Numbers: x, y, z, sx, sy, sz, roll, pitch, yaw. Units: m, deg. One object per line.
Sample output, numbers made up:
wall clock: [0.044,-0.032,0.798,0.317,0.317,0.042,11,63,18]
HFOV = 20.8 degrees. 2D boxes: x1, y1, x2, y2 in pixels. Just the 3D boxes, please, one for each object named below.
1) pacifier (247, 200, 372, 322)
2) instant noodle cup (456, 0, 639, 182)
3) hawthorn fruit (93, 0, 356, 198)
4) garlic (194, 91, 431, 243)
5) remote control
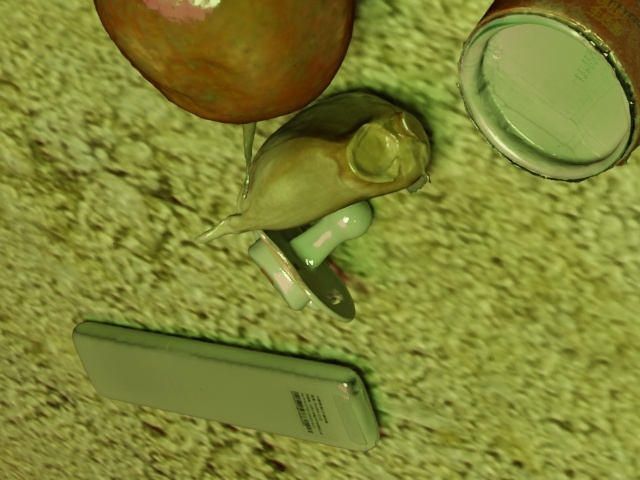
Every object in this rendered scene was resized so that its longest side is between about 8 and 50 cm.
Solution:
pacifier: [0.000,0.000,1.061,0.078,0.081,0.099,-42,84,17]
instant noodle cup: [0.132,-0.098,0.799,0.127,0.135,0.127,23,137,23]
hawthorn fruit: [-0.043,-0.131,0.924,0.149,0.149,0.189,18,163,26]
garlic: [0.000,-0.046,0.995,0.152,0.084,0.066,-17,89,42]
remote control: [-0.069,0.098,1.224,0.261,0.029,0.067,7,129,37]
